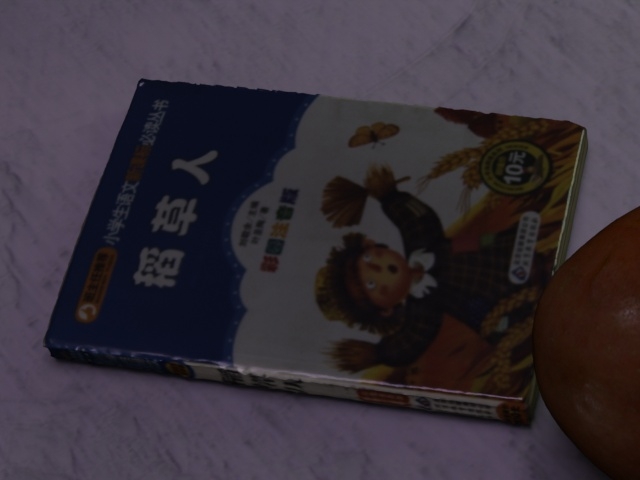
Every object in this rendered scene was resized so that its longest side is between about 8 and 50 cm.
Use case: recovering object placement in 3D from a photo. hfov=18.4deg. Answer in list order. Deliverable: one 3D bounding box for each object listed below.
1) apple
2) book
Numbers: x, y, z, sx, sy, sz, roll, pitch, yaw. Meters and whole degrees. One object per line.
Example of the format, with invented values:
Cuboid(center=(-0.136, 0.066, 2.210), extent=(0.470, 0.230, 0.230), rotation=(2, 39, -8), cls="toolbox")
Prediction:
Cuboid(center=(0.288, 0.076, 1.514), extent=(0.254, 0.253, 0.253), rotation=(-5, 55, 7), cls="apple")
Cuboid(center=(0.000, 0.000, 1.734), extent=(0.428, 0.039, 0.300), rotation=(6, 57, 14), cls="book")
